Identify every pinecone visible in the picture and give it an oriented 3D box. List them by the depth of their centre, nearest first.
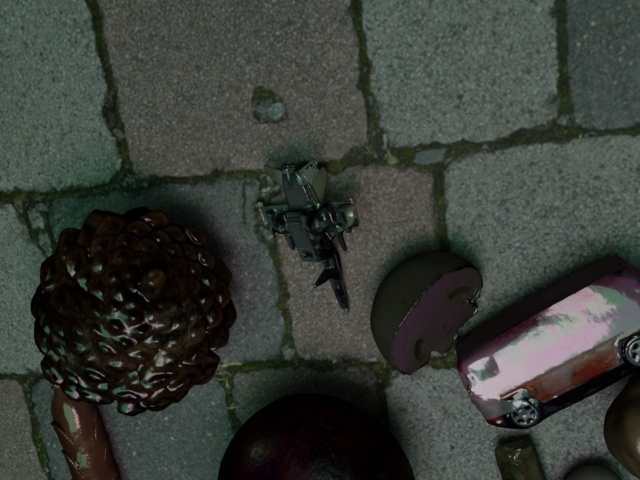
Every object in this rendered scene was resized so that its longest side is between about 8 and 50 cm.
[{"bbox_3d":[-0.280,0.110,1.007,0.298,0.242,0.296,46,119,-5],"label":"pinecone"}]

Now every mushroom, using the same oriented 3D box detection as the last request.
[{"bbox_3d":[0.143,0.091,0.976,0.117,0.141,0.188,45,103,33],"label":"mushroom"}]

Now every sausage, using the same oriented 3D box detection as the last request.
[{"bbox_3d":[-0.407,0.448,1.220,0.088,0.088,0.432,-7,105,14],"label":"sausage"}]

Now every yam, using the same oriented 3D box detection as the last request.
[{"bbox_3d":[0.338,0.459,1.064,0.071,0.067,0.317,-18,103,-12],"label":"yam"}]

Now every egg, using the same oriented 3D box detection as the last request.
[{"bbox_3d":[0.410,0.405,1.013,0.103,0.103,0.135,17,108,7],"label":"egg"}]

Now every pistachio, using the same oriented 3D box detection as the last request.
[{"bbox_3d":[0.490,0.263,0.877,0.288,0.197,0.166,23,142,-31],"label":"pistachio"}]

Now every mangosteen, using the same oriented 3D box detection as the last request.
[{"bbox_3d":[-0.025,0.398,0.979,0.306,0.359,0.306,23,137,23],"label":"mangosteen"}]

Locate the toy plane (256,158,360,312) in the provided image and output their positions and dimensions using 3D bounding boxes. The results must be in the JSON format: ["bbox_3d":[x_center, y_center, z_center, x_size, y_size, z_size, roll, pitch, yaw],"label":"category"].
[{"bbox_3d":[-0.007,0.005,0.995,0.192,0.088,0.261,0,111,41],"label":"toy plane"}]

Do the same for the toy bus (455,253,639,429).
[{"bbox_3d":[0.340,0.144,0.938,0.303,0.127,0.147,-36,93,20],"label":"toy bus"}]
